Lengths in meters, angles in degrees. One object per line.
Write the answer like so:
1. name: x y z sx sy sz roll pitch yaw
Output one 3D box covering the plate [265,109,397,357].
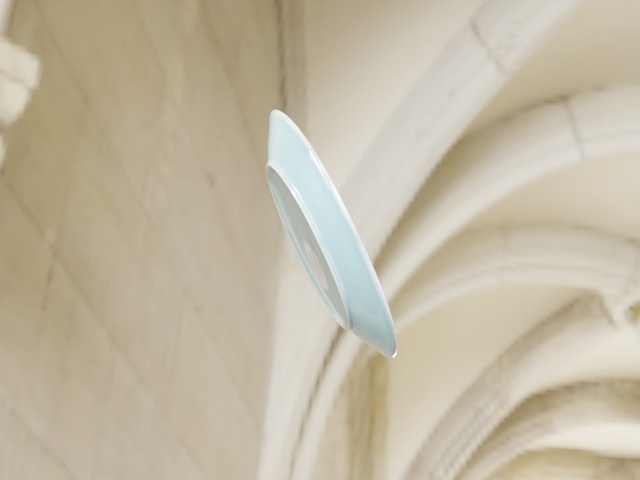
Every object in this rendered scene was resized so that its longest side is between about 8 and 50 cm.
1. plate: 0.000 0.000 1.135 0.024 0.188 0.188 -26 -22 -9
